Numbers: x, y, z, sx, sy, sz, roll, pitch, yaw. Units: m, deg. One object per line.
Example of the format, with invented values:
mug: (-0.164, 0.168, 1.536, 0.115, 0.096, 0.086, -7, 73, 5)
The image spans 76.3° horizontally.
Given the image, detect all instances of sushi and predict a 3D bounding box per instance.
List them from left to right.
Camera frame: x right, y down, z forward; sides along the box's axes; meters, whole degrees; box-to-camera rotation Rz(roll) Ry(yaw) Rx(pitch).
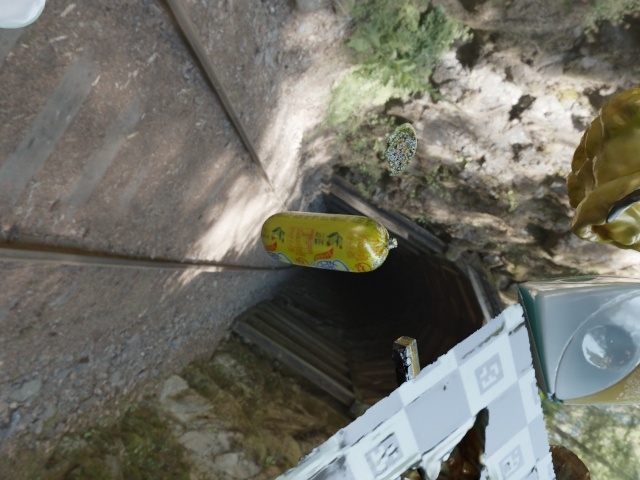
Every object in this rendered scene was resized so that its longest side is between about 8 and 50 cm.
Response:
sushi: (0.092, 0.282, 0.418, 0.342, 0.360, 0.064, -28, -159, -18)

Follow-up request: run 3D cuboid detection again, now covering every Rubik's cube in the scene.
Rubik's cube: (0.849, 0.298, 1.296, 0.351, 0.346, 0.353, -7, 90, -73)

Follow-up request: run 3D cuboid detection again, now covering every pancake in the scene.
pancake: (0.198, -0.226, 0.998, 0.116, 0.022, 0.130, -45, 141, -13)

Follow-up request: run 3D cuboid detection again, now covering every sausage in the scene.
sausage: (0.000, 0.000, 0.912, 0.123, 0.346, 0.124, -14, 107, -59)

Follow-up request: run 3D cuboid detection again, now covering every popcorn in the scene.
popcorn: (0.627, -0.123, 0.757, 0.381, 0.349, 0.349, -28, 158, -36)

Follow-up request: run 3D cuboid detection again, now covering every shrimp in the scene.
shrimp: (0.558, 0.572, 0.894, 0.317, 0.077, 0.168, -164, -88, -86)

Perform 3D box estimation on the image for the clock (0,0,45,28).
clock: (-0.347, -0.266, 0.281, 0.235, 0.309, 0.166, -8, 130, -36)

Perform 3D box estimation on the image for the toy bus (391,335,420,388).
toy bus: (0.254, 0.368, 1.189, 0.072, 0.057, 0.172, -27, 113, -39)
